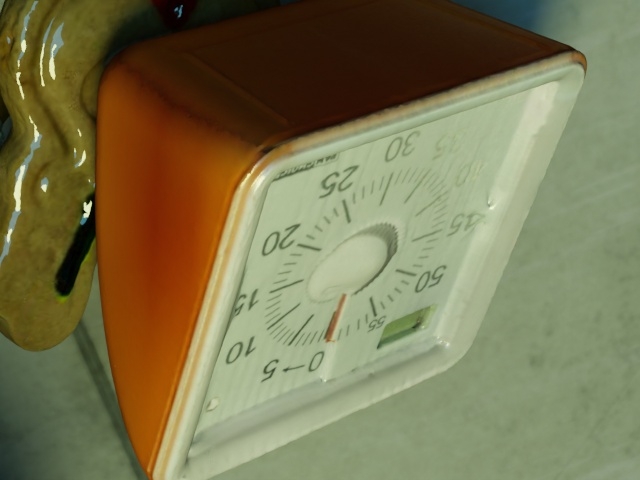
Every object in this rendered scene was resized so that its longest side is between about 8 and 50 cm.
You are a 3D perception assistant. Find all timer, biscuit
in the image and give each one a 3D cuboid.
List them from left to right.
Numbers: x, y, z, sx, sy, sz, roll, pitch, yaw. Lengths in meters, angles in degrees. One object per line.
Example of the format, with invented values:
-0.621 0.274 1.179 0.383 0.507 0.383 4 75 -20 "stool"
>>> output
-0.111 -0.089 1.040 0.183 0.047 0.320 32 86 -45 "biscuit"
0.000 0.000 1.047 0.257 0.161 0.250 -21 128 -38 "timer"

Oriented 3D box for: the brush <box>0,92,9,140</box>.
-0.226 -0.037 0.946 0.020 0.336 0.085 -16 115 23 "brush"
